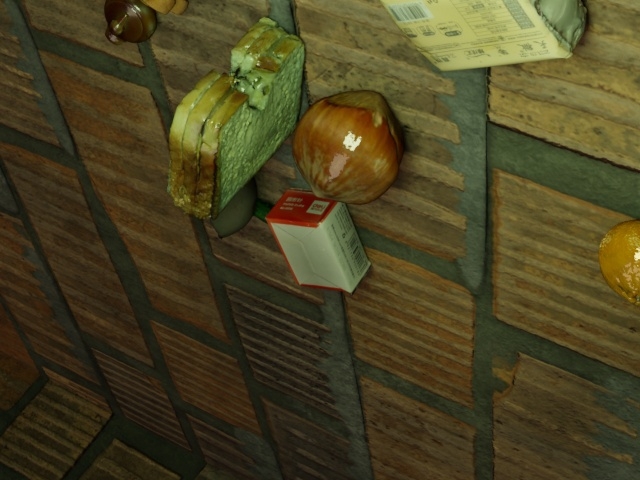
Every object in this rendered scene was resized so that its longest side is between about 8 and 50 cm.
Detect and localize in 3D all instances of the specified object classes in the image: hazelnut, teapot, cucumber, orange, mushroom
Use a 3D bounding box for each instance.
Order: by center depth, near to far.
[{"bbox_3d":[0.463,0.033,1.580,0.135,0.117,0.135,22,140,20],"label":"orange"},{"bbox_3d":[0.047,-0.147,1.719,0.182,0.182,0.182,27,148,18],"label":"hazelnut"},{"bbox_3d":[-0.336,-0.379,1.902,0.098,0.078,0.129,45,149,-12],"label":"teapot"},{"bbox_3d":[-0.179,-0.100,2.078,0.117,0.141,0.188,-12,118,14],"label":"mushroom"},{"bbox_3d":[-0.121,-0.062,2.142,0.168,0.039,0.039,25,147,27],"label":"cucumber"}]

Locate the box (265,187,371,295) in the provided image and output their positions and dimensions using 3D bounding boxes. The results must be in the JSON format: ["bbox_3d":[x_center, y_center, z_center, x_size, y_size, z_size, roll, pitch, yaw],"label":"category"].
[{"bbox_3d":[0.000,0.000,2.043,0.133,0.099,0.182,7,136,37],"label":"box"}]

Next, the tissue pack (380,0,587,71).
[{"bbox_3d":[0.204,-0.301,1.400,0.222,0.090,0.186,-1,149,45],"label":"tissue pack"}]

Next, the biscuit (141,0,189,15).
[{"bbox_3d":[-0.340,-0.471,1.700,0.334,0.047,0.202,46,-169,-8],"label":"biscuit"}]

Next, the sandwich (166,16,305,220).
[{"bbox_3d":[-0.130,-0.193,1.748,0.095,0.273,0.249,30,147,13],"label":"sandwich"}]
